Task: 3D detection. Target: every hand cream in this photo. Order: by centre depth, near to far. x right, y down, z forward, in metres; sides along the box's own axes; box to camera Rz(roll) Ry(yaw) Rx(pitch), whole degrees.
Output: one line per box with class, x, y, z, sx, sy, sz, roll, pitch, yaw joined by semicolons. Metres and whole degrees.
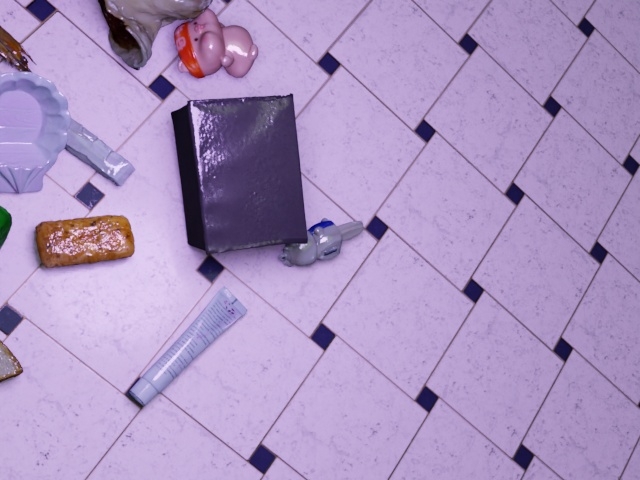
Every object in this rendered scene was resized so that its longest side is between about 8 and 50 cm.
hand cream;-0.307;0.247;1.726;0.085;0.058;0.331;46;67;-5

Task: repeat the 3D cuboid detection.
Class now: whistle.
whistle;0.000;0.000;1.877;0.244;0.110;0.092;-23;54;-22

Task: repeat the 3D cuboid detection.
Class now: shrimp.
shrimp;-0.772;-0.445;1.685;0.248;0.068;0.150;28;83;-9

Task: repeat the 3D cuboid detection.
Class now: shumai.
shumai;-0.417;-0.574;1.781;0.291;0.330;0.289;12;114;-24

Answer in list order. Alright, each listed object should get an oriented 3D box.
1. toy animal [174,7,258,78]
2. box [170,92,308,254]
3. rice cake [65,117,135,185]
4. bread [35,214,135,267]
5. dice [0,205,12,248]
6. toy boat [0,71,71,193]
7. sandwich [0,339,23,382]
toy animal;-0.267;-0.480;1.840;0.197;0.171;0.172;-1;79;-25
box;-0.192;-0.156;1.732;0.251;0.204;0.345;-8;98;-22
rice cake;-0.582;-0.248;1.717;0.336;0.063;0.066;37;76;-12
bread;-0.531;0.000;1.677;0.210;0.083;0.114;-9;79;-24
dice;-0.808;-0.007;1.454;0.297;0.300;0.287;30;73;-15
toy boat;-0.655;-0.243;1.611;0.199;0.100;0.290;-1;122;-30
sandwich;-0.758;0.270;1.541;0.214;0.065;0.186;-37;94;-24
